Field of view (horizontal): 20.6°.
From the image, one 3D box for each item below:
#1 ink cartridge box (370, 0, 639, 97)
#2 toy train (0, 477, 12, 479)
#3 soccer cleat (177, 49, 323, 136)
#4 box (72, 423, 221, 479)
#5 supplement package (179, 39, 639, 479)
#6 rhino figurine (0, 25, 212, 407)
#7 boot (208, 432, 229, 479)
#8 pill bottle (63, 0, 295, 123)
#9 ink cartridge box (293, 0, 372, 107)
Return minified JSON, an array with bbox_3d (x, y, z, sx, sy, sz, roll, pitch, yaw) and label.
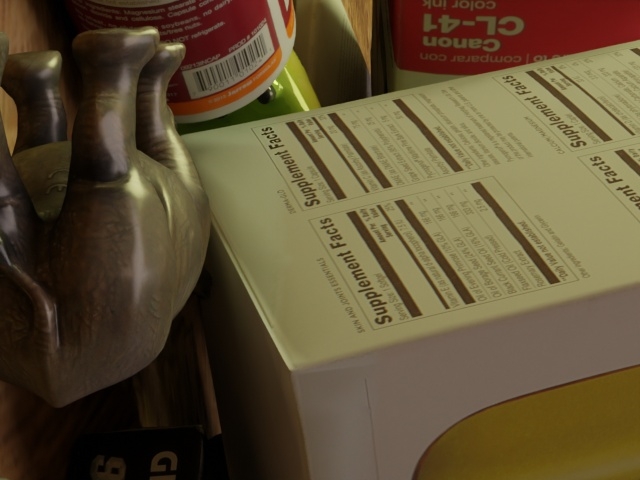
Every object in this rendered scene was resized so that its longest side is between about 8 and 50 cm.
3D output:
[{"bbox_3d":[0.094,-0.120,0.928,0.306,0.131,0.226,92,-3,-55],"label":"ink cartridge box"},{"bbox_3d":[-0.056,0.207,0.379,0.190,0.142,0.334,-115,-160,-85],"label":"toy train"},{"bbox_3d":[-0.001,0.001,0.824,0.289,0.093,0.121,62,30,-28],"label":"soccer cleat"},{"bbox_3d":[-0.057,0.204,0.631,0.175,0.051,0.220,77,11,-45],"label":"box"},{"bbox_3d":[0.100,0.056,0.689,0.198,0.262,0.199,-122,-159,-60],"label":"supplement package"},{"bbox_3d":[-0.072,-0.010,0.572,0.243,0.073,0.106,-55,140,-86],"label":"rhino figurine"},{"bbox_3d":[-0.011,0.194,0.856,0.106,0.082,0.219,-7,91,-79],"label":"boot"},{"bbox_3d":[-0.062,-0.119,0.651,0.152,0.086,0.086,74,14,-55],"label":"pill bottle"},{"bbox_3d":[0.009,0.009,1.039,0.275,0.060,0.239,-86,159,-47],"label":"ink cartridge box"}]
